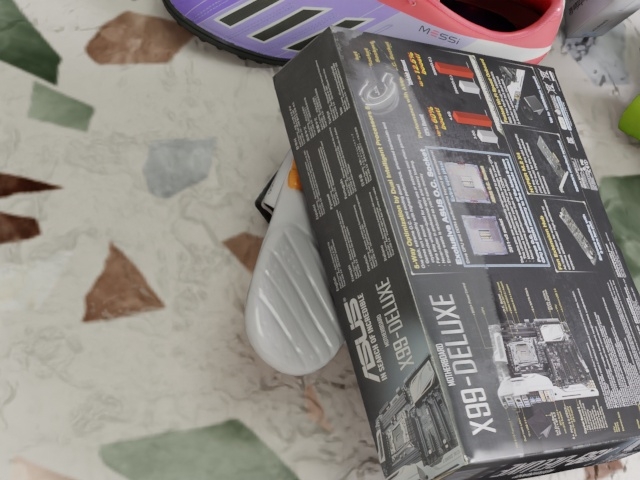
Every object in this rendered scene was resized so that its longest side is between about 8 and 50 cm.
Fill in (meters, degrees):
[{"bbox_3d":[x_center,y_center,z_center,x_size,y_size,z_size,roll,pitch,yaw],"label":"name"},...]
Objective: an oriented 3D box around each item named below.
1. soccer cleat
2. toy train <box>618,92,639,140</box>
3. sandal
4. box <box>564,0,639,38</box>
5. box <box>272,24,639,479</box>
[{"bbox_3d":[0.035,-0.194,0.894,0.318,0.116,0.108,11,64,-11],"label":"soccer cleat"},{"bbox_3d":[0.306,-0.072,0.937,0.248,0.105,0.143,-40,66,-20],"label":"toy train"},{"bbox_3d":[-0.008,-0.006,0.813,0.102,0.076,0.265,40,46,-15],"label":"sandal"},{"bbox_3d":[0.231,-0.275,0.940,0.038,0.145,0.186,-6,88,-4],"label":"box"},{"bbox_3d":[0.115,0.011,0.797,0.242,0.076,0.307,1,65,-41],"label":"box"}]
